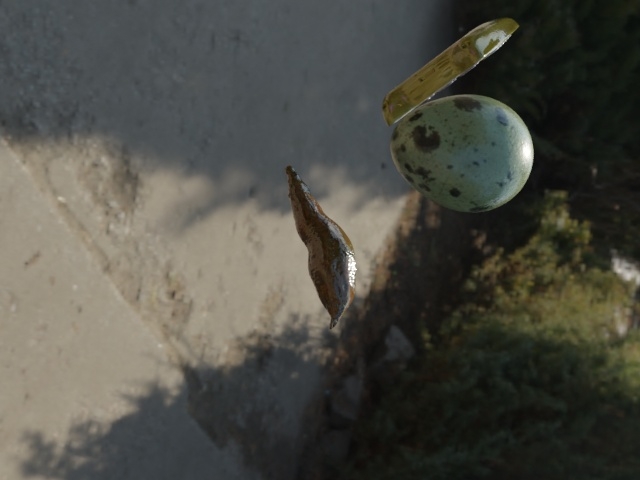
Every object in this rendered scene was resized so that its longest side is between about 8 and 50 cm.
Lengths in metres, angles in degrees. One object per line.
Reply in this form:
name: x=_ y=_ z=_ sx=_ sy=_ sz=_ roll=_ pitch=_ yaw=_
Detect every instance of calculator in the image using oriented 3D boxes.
calculator: x=0.142 y=-0.190 z=1.083 sx=0.033 sy=0.157 sz=0.236 roll=53 pitch=25 yaw=-2

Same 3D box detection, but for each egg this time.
egg: x=0.209 y=-0.133 z=1.491 sx=0.228 sy=0.177 sz=0.177 roll=11 pitch=87 yaw=-23

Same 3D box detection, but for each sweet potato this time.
sweet potato: x=0.006 y=-0.001 z=1.278 sx=0.068 sy=0.068 sz=0.226 roll=10 pitch=60 yaw=-62
